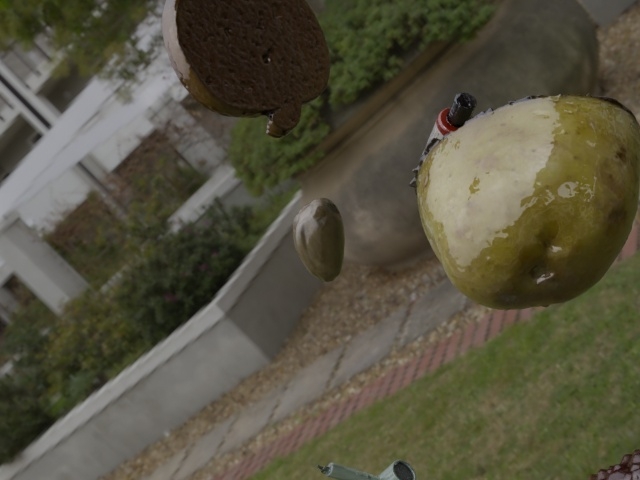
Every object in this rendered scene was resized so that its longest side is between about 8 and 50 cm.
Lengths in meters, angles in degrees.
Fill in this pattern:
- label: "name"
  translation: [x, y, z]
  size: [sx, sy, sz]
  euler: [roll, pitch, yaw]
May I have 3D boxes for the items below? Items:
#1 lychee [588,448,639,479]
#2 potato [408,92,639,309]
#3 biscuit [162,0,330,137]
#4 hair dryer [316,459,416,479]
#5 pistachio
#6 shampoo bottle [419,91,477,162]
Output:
- label: "lychee"
  translation: [0.293, 0.295, 0.665]
  size: [0.271, 0.271, 0.271]
  euler: [-43, 9, 8]
- label: "potato"
  translation: [0.245, -0.030, 1.053]
  size: [0.286, 0.242, 0.242]
  euler: [-8, 19, 12]
- label: "biscuit"
  translation: [-0.135, -0.364, 1.777]
  size: [0.394, 0.350, 0.070]
  euler: [-11, -9, -45]
- label: "hair dryer"
  translation: [0.050, 0.286, 1.098]
  size: [0.063, 0.124, 0.038]
  euler: [-52, 27, 32]
- label: "pistachio"
  translation: [0.000, 0.000, 1.940]
  size: [0.126, 0.185, 0.108]
  euler: [-16, 17, -39]
- label: "shampoo bottle"
  translation: [0.349, -0.282, 2.416]
  size: [0.104, 0.104, 0.278]
  euler: [-50, -14, -34]
